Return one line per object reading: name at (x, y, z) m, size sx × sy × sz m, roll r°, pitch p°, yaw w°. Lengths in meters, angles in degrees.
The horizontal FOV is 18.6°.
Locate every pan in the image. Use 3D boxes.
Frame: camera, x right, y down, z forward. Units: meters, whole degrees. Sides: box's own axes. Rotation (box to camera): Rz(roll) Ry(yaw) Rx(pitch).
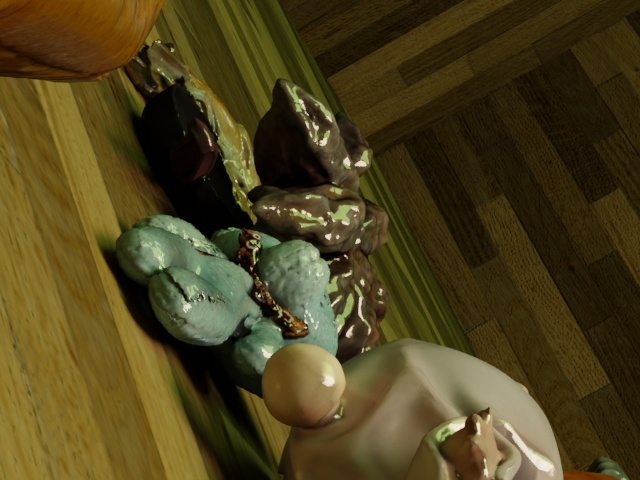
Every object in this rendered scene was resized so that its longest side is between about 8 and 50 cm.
pan at (-0.071, -0.040, 1.112) m, size 0.115 × 0.040 × 0.212 m, roll 62°, pitch -1°, yaw 3°

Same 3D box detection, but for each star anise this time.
star anise at (-0.002, 0.015, 1.125) m, size 0.212 × 0.073 × 0.197 m, roll 19°, pitch 73°, yaw -77°

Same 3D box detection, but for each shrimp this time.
shrimp at (-0.079, -0.062, 1.256) m, size 0.180 × 0.041 × 0.099 m, roll 58°, pitch 21°, yaw -44°

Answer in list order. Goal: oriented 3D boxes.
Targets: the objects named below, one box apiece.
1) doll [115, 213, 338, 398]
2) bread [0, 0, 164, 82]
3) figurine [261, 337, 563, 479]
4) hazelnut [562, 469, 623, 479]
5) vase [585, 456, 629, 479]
doll at (-0.035, 0.022, 0.930) m, size 0.120 × 0.075 × 0.180 m, roll 57°, pitch 2°, yaw 21°
bread at (-0.117, -0.128, 0.594) m, size 0.288 × 0.119 × 0.153 m, roll -5°, pitch 98°, yaw -84°
figurine at (0.048, 0.129, 0.846) m, size 0.200 × 0.133 × 0.276 m, roll 63°, pitch 5°, yaw -15°
hazelnut at (0.174, 0.235, 1.333) m, size 0.182 × 0.182 × 0.182 m, roll 60°, pitch 5°, yaw -9°
vase at (0.168, 0.219, 1.450) m, size 0.081 × 0.148 × 0.081 m, roll 60°, pitch 6°, yaw -10°
